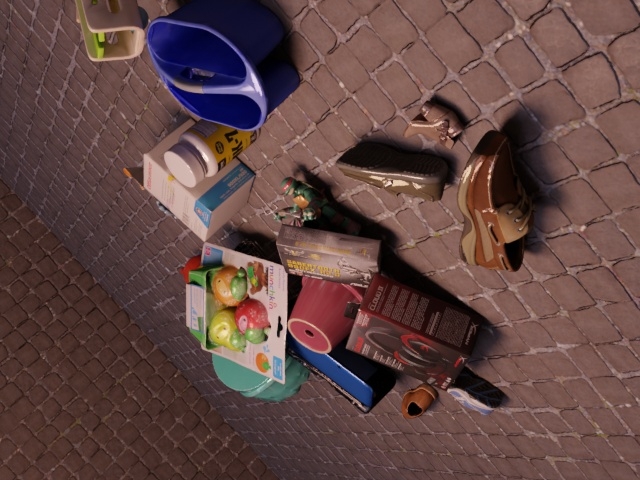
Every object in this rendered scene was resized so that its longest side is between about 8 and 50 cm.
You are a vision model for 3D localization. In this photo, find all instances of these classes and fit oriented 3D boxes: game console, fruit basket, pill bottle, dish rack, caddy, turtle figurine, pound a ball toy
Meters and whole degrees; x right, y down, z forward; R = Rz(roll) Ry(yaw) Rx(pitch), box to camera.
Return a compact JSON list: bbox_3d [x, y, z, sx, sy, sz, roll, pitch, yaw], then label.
[{"bbox_3d":[0.062,0.312,2.059,0.293,0.250,0.173,36,127,18],"label":"game console"},{"bbox_3d":[-0.224,0.194,2.064,0.353,0.165,0.327,18,111,47],"label":"fruit basket"},{"bbox_3d":[-0.248,-0.221,1.730,0.119,0.208,0.119,33,151,22],"label":"pill bottle"},{"bbox_3d":[-0.134,0.103,2.165,0.271,0.074,0.208,49,151,-4],"label":"dish rack"},{"bbox_3d":[-0.210,-0.353,1.535,0.341,0.179,0.241,21,143,39],"label":"caddy"},{"bbox_3d":[-0.026,-0.072,1.732,0.234,0.118,0.175,35,171,-14],"label":"turtle figurine"},{"bbox_3d":[-0.458,-0.538,1.614,0.208,0.136,0.319,133,124,-67],"label":"pound a ball toy"}]

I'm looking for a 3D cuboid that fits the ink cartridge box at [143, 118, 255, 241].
[{"bbox_3d":[-0.318,-0.156,1.955,0.233,0.168,0.171,41,152,7],"label":"ink cartridge box"}]

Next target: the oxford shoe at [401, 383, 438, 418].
[{"bbox_3d":[0.258,0.463,2.110,0.076,0.076,0.212,37,153,11],"label":"oxford shoe"}]

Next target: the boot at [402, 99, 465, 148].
[{"bbox_3d":[0.201,-0.193,1.340,0.087,0.042,0.118,41,152,4],"label":"boot"}]

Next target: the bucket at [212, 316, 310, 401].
[{"bbox_3d":[-0.174,0.340,2.260,0.281,0.281,0.183,26,178,33],"label":"bucket"}]

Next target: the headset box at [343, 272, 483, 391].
[{"bbox_3d":[0.194,0.208,1.734,0.293,0.110,0.218,23,149,6],"label":"headset box"}]

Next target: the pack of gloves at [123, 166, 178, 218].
[{"bbox_3d":[-0.426,-0.127,2.112,0.195,0.232,0.046,47,112,10],"label":"pack of gloves"}]

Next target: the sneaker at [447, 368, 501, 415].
[{"bbox_3d":[0.337,0.359,1.854,0.211,0.080,0.081,35,147,22],"label":"sneaker"}]

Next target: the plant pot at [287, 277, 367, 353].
[{"bbox_3d":[0.017,0.176,1.909,0.201,0.180,0.201,25,147,18],"label":"plant pot"}]

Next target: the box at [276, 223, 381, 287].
[{"bbox_3d":[0.025,0.040,1.739,0.231,0.056,0.183,10,158,8],"label":"box"}]

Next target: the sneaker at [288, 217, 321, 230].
[{"bbox_3d":[0.000,0.000,1.847,0.178,0.072,0.077,38,141,3],"label":"sneaker"}]

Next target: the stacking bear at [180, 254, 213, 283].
[{"bbox_3d":[-0.333,0.133,2.391,0.289,0.175,0.164,26,136,47],"label":"stacking bear"}]

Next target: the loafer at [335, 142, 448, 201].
[{"bbox_3d":[0.134,-0.123,1.466,0.251,0.094,0.087,19,138,40],"label":"loafer"}]

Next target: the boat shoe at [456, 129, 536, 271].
[{"bbox_3d":[0.314,-0.056,1.305,0.120,0.122,0.324,24,154,25],"label":"boat shoe"}]
